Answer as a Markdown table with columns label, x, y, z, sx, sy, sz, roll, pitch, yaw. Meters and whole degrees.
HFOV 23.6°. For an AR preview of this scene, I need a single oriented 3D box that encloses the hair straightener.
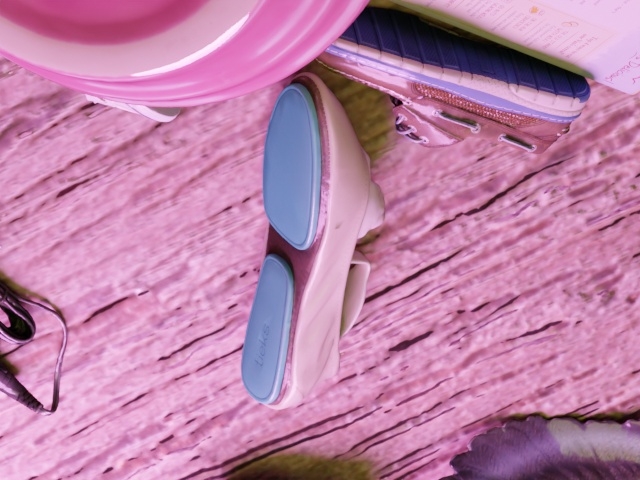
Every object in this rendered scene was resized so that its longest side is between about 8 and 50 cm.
| label | x | y | z | sx | sy | sz | roll | pitch | yaw |
| --- | --- | --- | --- | --- | --- | --- | --- | --- | --- |
| hair straightener | -0.241 | 0.036 | 1.010 | 0.089 | 0.047 | 0.230 | -33 | 120 | 13 |

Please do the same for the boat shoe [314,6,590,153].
| label | x | y | z | sx | sy | sz | roll | pitch | yaw |
| --- | --- | --- | --- | --- | --- | --- | --- | --- | --- |
| boat shoe | 0.075 | -0.092 | 0.960 | 0.183 | 0.066 | 0.066 | 15 | 125 | -12 |

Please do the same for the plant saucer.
| label | x | y | z | sx | sy | sz | roll | pitch | yaw |
| --- | --- | --- | --- | --- | --- | --- | --- | --- | --- |
| plant saucer | -0.116 | -0.211 | 0.779 | 0.332 | 0.084 | 0.332 | 10 | 122 | 16 |

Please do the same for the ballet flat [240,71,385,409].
| label | x | y | z | sx | sy | sz | roll | pitch | yaw |
| --- | --- | --- | --- | --- | --- | --- | --- | --- | --- |
| ballet flat | 0.000 | 0.000 | 1.009 | 0.086 | 0.086 | 0.248 | 5 | 122 | -10 |

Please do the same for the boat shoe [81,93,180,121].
| label | x | y | z | sx | sy | sz | roll | pitch | yaw |
| --- | --- | --- | --- | --- | --- | --- | --- | --- | --- |
| boat shoe | -0.134 | -0.101 | 0.951 | 0.100 | 0.035 | 0.035 | 29 | 141 | -26 |

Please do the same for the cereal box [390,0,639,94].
| label | x | y | z | sx | sy | sz | roll | pitch | yaw |
| --- | --- | --- | --- | --- | --- | --- | --- | --- | --- |
| cereal box | 0.128 | -0.171 | 0.877 | 0.240 | 0.047 | 0.173 | 18 | 155 | -18 |

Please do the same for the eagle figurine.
| label | x | y | z | sx | sy | sz | roll | pitch | yaw |
| --- | --- | --- | --- | --- | --- | --- | --- | --- | --- |
| eagle figurine | 0.241 | 0.247 | 1.146 | 0.298 | 0.225 | 0.226 | -1 | 82 | 28 |
